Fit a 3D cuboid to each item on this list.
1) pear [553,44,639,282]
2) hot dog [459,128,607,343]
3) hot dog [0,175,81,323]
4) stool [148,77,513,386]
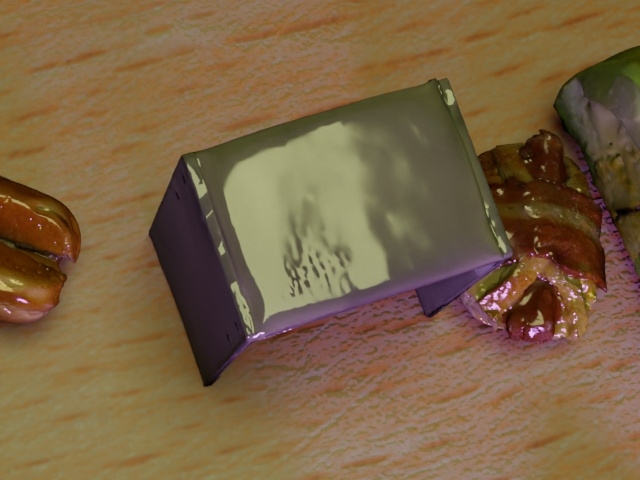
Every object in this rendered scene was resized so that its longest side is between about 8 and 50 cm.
[{"bbox_3d":[0.413,-0.058,1.742,0.238,0.318,0.343,-21,84,-21],"label":"pear"},{"bbox_3d":[0.207,-0.004,1.802,0.146,0.103,0.213,5,73,-11],"label":"hot dog"},{"bbox_3d":[-0.384,-0.028,1.696,0.337,0.100,0.135,21,63,-6],"label":"hot dog"},{"bbox_3d":[0.000,0.000,1.673,0.243,0.270,0.170,-17,80,-15],"label":"stool"}]
